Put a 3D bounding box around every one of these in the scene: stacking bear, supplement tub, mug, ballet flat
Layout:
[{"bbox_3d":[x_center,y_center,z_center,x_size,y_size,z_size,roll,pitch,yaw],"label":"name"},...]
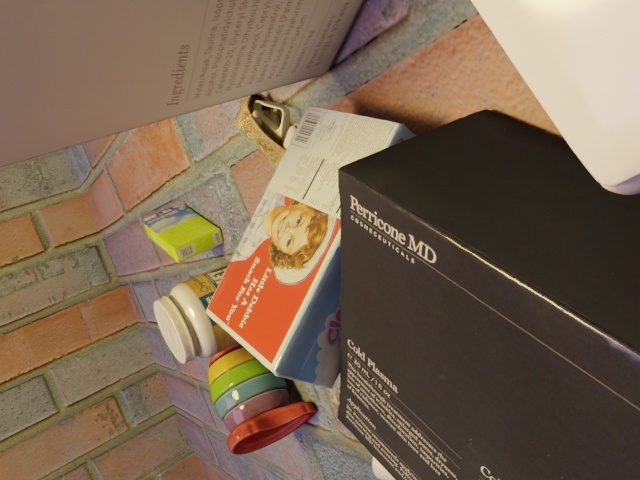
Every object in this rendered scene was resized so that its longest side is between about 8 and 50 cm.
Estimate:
[{"bbox_3d":[-0.160,0.268,1.174,0.289,0.175,0.164,62,145,26],"label":"stacking bear"},{"bbox_3d":[-0.187,0.126,1.049,0.144,0.199,0.144,38,141,39],"label":"supplement tub"},{"bbox_3d":[0.118,0.328,0.848,0.064,0.062,0.078,0,119,50],"label":"mug"},{"bbox_3d":[-0.048,-0.137,0.765,0.206,0.073,0.067,41,129,30],"label":"ballet flat"}]

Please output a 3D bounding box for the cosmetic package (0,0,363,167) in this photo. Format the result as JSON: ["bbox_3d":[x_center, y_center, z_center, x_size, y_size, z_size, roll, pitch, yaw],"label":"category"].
[{"bbox_3d":[-0.172,-0.325,0.490,0.330,0.393,0.327,58,150,12],"label":"cosmetic package"}]

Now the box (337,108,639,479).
[{"bbox_3d":[0.184,0.113,0.454,0.343,0.178,0.313,38,142,40],"label":"box"}]

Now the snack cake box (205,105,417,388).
[{"bbox_3d":[0.000,0.000,0.608,0.152,0.089,0.264,27,89,48],"label":"snack cake box"}]

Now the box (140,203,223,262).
[{"bbox_3d":[-0.297,-0.019,1.215,0.178,0.109,0.043,29,136,47],"label":"box"}]

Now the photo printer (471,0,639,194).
[{"bbox_3d":[0.199,-0.196,0.237,0.307,0.107,0.256,-38,79,50],"label":"photo printer"}]
